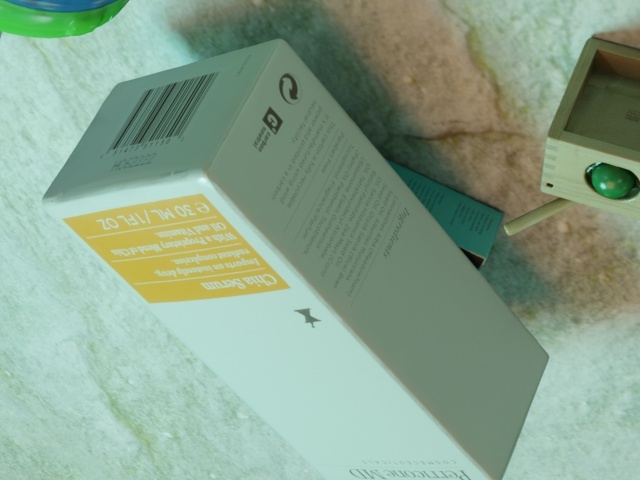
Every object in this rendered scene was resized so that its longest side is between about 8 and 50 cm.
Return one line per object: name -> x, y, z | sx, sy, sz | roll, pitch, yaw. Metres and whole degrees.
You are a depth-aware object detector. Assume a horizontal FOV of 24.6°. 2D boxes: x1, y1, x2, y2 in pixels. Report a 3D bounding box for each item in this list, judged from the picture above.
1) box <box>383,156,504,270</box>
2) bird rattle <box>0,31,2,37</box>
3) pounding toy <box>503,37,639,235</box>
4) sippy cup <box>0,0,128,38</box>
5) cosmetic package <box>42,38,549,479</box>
box -> 0.047, -0.033, 1.427 | 0.244, 0.060, 0.100 | 25, 149, 2
bird rattle -> -0.400, -0.246, 1.429 | 0.253, 0.143, 0.207 | -17, 141, 33
pounding toy -> 0.230, -0.068, 1.159 | 0.130, 0.141, 0.100 | 17, 148, 15
sippy cup -> -0.188, -0.303, 1.060 | 0.240, 0.305, 0.224 | 55, 136, 6
cosmetic package -> -0.011, 0.042, 1.366 | 0.230, 0.161, 0.453 | -9, 135, 44
